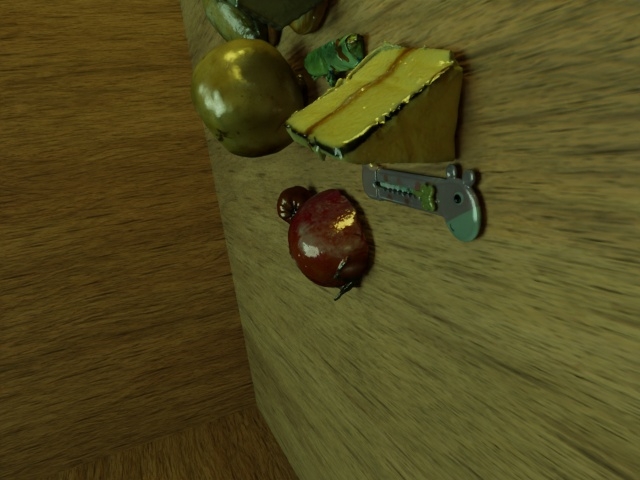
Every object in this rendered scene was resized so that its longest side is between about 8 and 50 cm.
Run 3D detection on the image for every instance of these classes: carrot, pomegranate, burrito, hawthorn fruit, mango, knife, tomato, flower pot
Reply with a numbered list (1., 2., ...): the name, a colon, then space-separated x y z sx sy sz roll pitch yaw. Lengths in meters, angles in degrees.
1. carrot: -0.136 -0.651 1.437 0.224 0.057 0.057 105 147 -62
2. pomegranate: -0.195 -0.404 1.382 0.332 0.333 0.332 167 90 -70
3. burrito: 0.030 -0.407 1.138 0.288 0.054 0.104 -154 52 -64
4. hawthorn fruit: -0.078 -0.111 1.509 0.140 0.125 0.125 -125 29 -42
5. mango: -0.261 -0.727 1.592 0.329 0.175 0.176 52 -173 10
6. knife: 0.174 -0.095 0.956 0.398 0.038 0.132 -148 51 -64
7. tomato: -0.004 0.004 1.302 0.309 0.170 0.309 166 90 -69
8. flower pot: -0.116 -0.603 1.067 0.189 0.239 0.209 54 179 42

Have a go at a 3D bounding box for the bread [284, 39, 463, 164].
1. bread: 0.076 -0.232 0.842 0.263 0.236 0.198 -139 40 -58

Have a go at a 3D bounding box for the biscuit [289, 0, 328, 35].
1. biscuit: -0.049 -0.628 1.225 0.309 0.040 0.204 -126 31 -45
